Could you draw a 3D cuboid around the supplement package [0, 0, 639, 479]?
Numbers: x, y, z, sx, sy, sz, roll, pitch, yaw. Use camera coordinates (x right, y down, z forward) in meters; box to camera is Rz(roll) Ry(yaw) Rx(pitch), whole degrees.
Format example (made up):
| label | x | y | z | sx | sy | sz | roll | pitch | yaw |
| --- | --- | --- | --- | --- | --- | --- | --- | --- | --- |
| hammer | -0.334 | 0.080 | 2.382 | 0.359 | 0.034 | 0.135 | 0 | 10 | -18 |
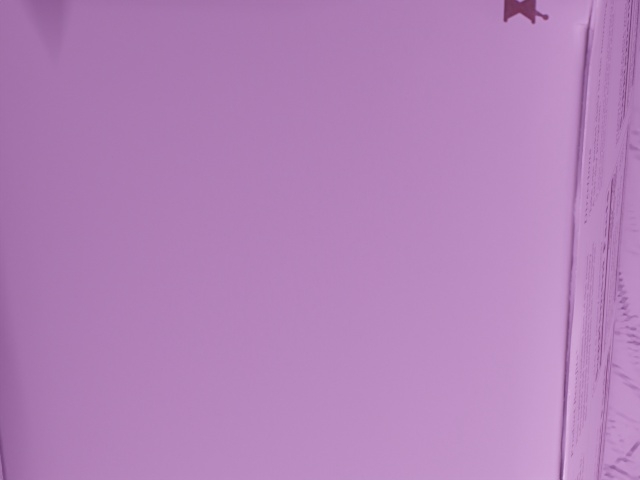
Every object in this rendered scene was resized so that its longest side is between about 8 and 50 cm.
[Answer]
| label | x | y | z | sx | sy | sz | roll | pitch | yaw |
| --- | --- | --- | --- | --- | --- | --- | --- | --- | --- |
| supplement package | 0.000 | 0.000 | 0.585 | 0.204 | 0.145 | 0.262 | 7 | 117 | 14 |
